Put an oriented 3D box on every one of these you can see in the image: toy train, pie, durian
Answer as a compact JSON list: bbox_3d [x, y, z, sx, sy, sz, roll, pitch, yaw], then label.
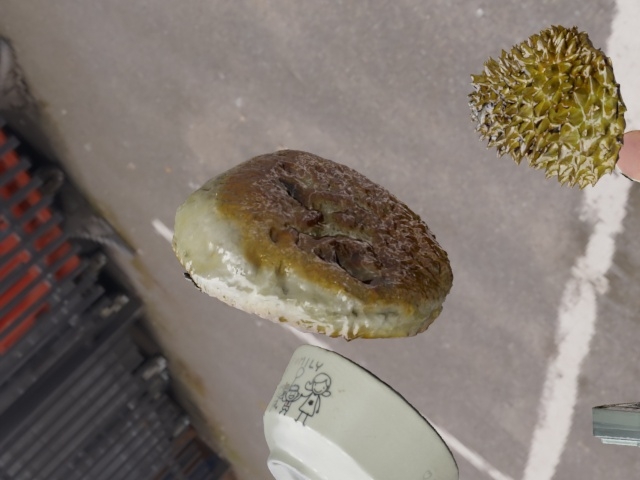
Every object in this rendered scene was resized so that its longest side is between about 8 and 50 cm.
[{"bbox_3d":[0.577,-0.133,1.769,0.177,0.116,0.285,25,-164,22],"label":"toy train"},{"bbox_3d":[0.000,0.000,1.130,0.315,0.315,0.092,35,121,27],"label":"pie"},{"bbox_3d":[0.257,-0.150,1.250,0.249,0.138,0.183,171,99,-74],"label":"durian"}]

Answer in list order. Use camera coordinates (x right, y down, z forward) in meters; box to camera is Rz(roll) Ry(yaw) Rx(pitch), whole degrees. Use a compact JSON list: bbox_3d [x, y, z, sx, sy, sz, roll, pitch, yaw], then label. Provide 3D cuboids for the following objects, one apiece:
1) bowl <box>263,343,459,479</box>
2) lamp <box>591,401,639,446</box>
[{"bbox_3d":[0.027,0.240,1.200,0.237,0.126,0.238,34,156,18],"label":"bowl"},{"bbox_3d":[0.463,0.187,1.148,0.266,0.269,0.047,140,125,-77],"label":"lamp"}]
